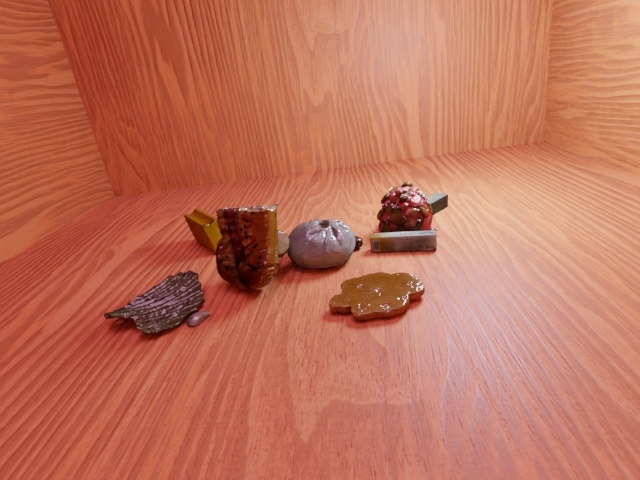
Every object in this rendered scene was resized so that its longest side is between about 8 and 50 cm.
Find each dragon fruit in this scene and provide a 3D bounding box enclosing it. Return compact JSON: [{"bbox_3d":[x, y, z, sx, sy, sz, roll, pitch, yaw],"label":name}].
[{"bbox_3d":[0.446,-0.173,2.141,0.314,0.263,0.296,-3,22,13],"label":"dragon fruit"}]

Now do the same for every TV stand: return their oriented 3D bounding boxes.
[{"bbox_3d":[0.629,-0.197,2.373,0.269,0.083,0.088,-26,30,-37],"label":"TV stand"}]

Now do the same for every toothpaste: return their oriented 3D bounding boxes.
[{"bbox_3d":[0.396,0.005,1.963,0.313,0.089,0.071,-3,18,15],"label":"toothpaste"}]

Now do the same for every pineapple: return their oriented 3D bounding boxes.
[{"bbox_3d":[-0.271,0.046,1.979,0.141,0.170,0.310,-4,-8,-36],"label":"pineapple"}]

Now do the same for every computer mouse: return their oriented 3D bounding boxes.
[{"bbox_3d":[-0.487,0.302,1.637,0.056,0.032,0.110,7,27,32],"label":"computer mouse"}]

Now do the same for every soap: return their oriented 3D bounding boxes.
[{"bbox_3d":[-0.647,-0.053,2.334,0.096,0.204,0.324,-33,30,-25],"label":"soap"}]

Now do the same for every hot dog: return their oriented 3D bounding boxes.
[{"bbox_3d":[-0.328,0.033,1.787,0.196,0.365,0.367,-9,7,-43],"label":"hot dog"}]

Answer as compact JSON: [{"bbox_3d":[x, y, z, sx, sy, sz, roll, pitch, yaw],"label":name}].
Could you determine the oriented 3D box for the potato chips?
[{"bbox_3d":[-0.683,0.255,1.740,0.373,0.097,0.389,5,27,27],"label":"potato chips"}]

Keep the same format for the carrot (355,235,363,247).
[{"bbox_3d":[0.160,-0.003,2.110,0.060,0.060,0.186,-17,19,-20],"label":"carrot"}]

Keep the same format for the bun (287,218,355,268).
[{"bbox_3d":[-0.006,0.001,1.977,0.354,0.194,0.354,-6,22,2],"label":"bun"}]

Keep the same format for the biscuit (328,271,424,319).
[{"bbox_3d":[0.213,0.214,1.573,0.376,0.051,0.269,-13,25,-7],"label":"biscuit"}]
